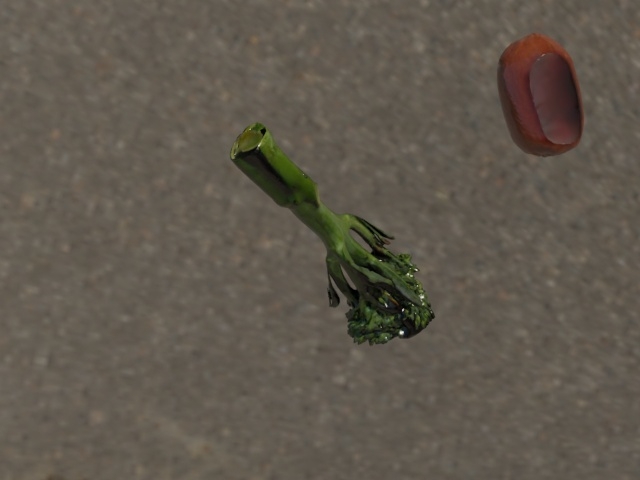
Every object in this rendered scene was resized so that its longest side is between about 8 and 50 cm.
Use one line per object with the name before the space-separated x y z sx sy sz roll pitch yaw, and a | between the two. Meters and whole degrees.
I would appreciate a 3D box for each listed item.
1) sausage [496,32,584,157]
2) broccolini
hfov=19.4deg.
sausage | 0.161 -0.106 1.381 0.059 0.054 0.094 -19 106 -13
broccolini | 0.000 0.000 0.653 0.035 0.140 0.030 -23 57 17
